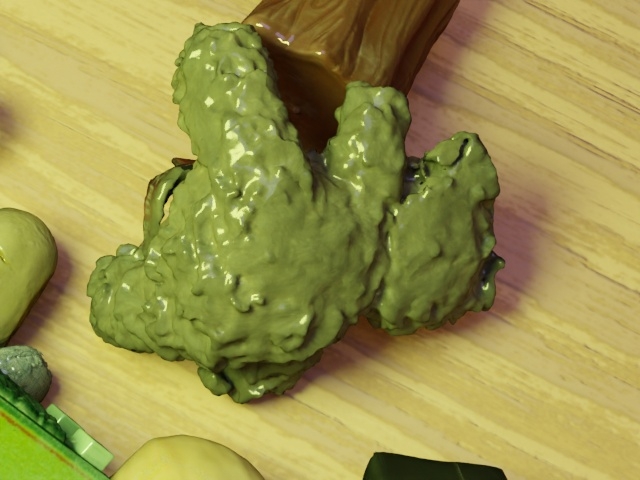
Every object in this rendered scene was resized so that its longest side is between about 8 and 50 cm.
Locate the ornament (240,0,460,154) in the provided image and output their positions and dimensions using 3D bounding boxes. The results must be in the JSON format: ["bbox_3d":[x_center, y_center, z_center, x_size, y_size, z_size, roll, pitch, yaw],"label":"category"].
[{"bbox_3d":[0.022,-0.212,1.581,0.235,0.221,0.217,47,60,-32],"label":"ornament"}]

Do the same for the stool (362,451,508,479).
[{"bbox_3d":[0.096,0.307,1.369,0.141,0.232,0.232,8,68,-5],"label":"stool"}]

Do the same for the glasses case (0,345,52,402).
[{"bbox_3d":[-0.381,0.179,1.430,0.282,0.109,0.067,-28,67,-16],"label":"glasses case"}]

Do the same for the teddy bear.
[{"bbox_3d":[0.000,0.000,1.465,0.368,0.357,0.224,8,26,-31],"label":"teddy bear"}]

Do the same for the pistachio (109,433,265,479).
[{"bbox_3d":[-0.096,0.317,1.362,0.188,0.187,0.299,-22,76,-13],"label":"pistachio"}]

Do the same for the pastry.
[{"bbox_3d":[-0.314,0.041,1.468,0.092,0.156,0.156,30,69,-6],"label":"pastry"}]

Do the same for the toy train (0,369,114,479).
[{"bbox_3d":[-0.319,0.191,1.318,0.188,0.159,0.271,-50,123,-9],"label":"toy train"}]
